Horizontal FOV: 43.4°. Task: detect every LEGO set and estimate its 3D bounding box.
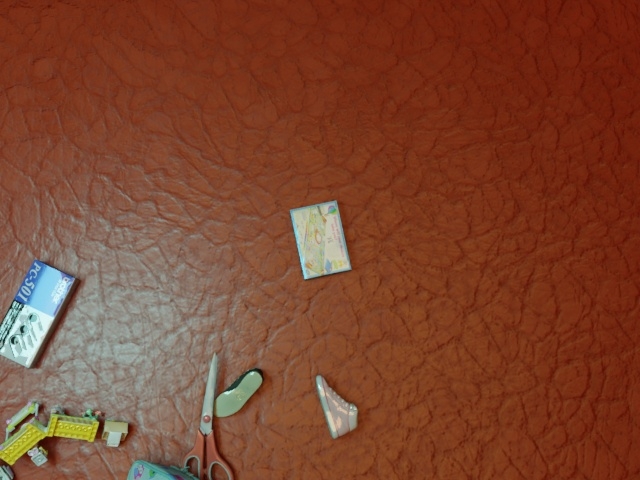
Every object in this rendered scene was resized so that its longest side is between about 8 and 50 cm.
[{"bbox_3d":[-0.544,0.384,1.640,0.287,0.107,0.132,-20,116,-8],"label":"LEGO set"}]

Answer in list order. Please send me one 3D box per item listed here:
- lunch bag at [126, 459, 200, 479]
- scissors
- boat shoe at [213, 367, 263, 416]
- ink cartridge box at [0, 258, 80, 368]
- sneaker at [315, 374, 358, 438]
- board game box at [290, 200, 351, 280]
[{"bbox_3d":[-0.318,0.566,1.541,0.108,0.224,0.279,21,78,-31],"label":"lunch bag"},{"bbox_3d":[-0.243,0.383,1.644,0.109,0.021,0.297,-8,90,5],"label":"scissors"},{"bbox_3d":[-0.170,0.316,1.666,0.133,0.042,0.049,-43,93,7],"label":"boat shoe"},{"bbox_3d":[-0.599,0.154,1.683,0.097,0.046,0.207,25,81,2],"label":"ink cartridge box"},{"bbox_3d":[0.038,0.336,1.660,0.070,0.051,0.134,-18,85,-5],"label":"sneaker"},{"bbox_3d":[0.000,0.000,1.723,0.103,0.026,0.154,-11,81,-2],"label":"board game box"}]
